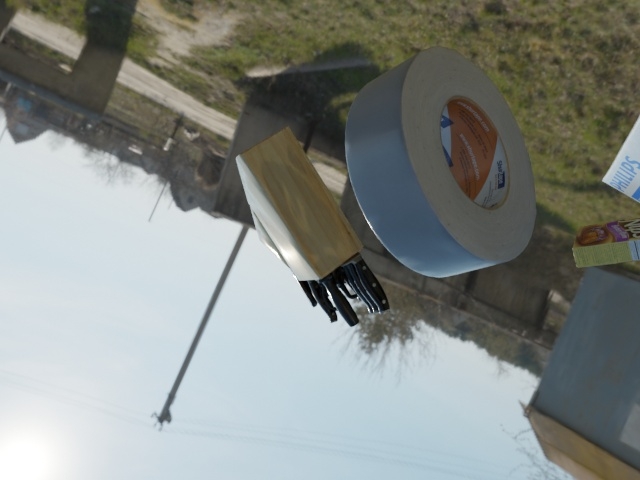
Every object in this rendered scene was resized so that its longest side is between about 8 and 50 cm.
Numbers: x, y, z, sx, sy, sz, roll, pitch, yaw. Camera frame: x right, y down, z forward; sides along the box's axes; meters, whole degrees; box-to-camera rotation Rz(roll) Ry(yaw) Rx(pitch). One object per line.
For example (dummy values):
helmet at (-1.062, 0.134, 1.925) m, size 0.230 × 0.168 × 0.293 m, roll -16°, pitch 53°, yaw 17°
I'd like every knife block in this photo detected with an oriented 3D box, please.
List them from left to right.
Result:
knife block at (0.000, 0.000, 0.817) m, size 0.242 × 0.088 × 0.275 m, roll 39°, pitch 154°, yaw 33°

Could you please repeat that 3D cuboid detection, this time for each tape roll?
tape roll at (0.127, -0.076, 0.551) m, size 0.219 × 0.219 × 0.072 m, roll 24°, pitch 152°, yaw -35°

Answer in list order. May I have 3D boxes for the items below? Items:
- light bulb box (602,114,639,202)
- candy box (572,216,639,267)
light bulb box at (0.649, -0.121, 0.765) m, size 0.361 × 0.225 × 0.358 m, roll 40°, pitch -178°, yaw 21°
candy box at (0.623, -0.001, 1.122) m, size 0.187 × 0.053 × 0.109 m, roll -10°, pitch -160°, yaw 34°
